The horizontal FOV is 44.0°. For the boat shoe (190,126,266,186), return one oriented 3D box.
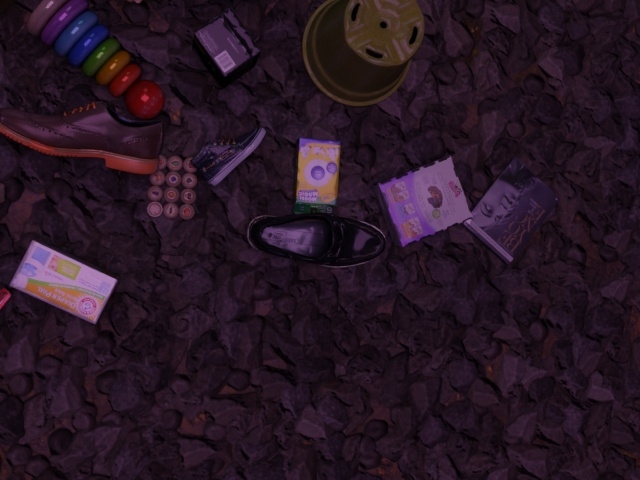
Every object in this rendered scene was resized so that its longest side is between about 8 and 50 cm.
[{"bbox_3d":[-0.213,-0.215,1.833,0.183,0.065,0.083,-45,108,-5],"label":"boat shoe"}]

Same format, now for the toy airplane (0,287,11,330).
[{"bbox_3d":[-0.764,0.148,1.753,0.151,0.028,0.151,0,90,-12],"label":"toy airplane"}]

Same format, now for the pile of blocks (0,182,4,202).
[{"bbox_3d":[-0.794,-0.206,1.717,0.112,0.148,0.362,-36,112,-51],"label":"pile of blocks"}]

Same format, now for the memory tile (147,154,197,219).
[{"bbox_3d":[-0.343,-0.124,1.840,0.113,0.012,0.148,5,90,-11],"label":"memory tile"}]

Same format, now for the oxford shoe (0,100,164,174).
[{"bbox_3d":[-0.523,-0.251,1.731,0.363,0.130,0.133,11,110,-21],"label":"oxford shoe"}]

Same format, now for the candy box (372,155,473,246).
[{"bbox_3d":[0.249,-0.095,1.929,0.196,0.070,0.165,-22,95,-10],"label":"candy box"}]

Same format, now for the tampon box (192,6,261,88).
[{"bbox_3d":[-0.214,-0.429,1.785,0.101,0.161,0.120,-37,96,-8],"label":"tampon box"}]

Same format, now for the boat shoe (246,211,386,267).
[{"bbox_3d":[0.000,-0.004,1.859,0.339,0.113,0.127,11,89,-11],"label":"boat shoe"}]

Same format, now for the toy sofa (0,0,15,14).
[{"bbox_3d":[-0.692,-0.563,1.694,0.362,0.150,0.177,-45,99,-7],"label":"toy sofa"}]

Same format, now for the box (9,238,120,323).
[{"bbox_3d":[-0.561,0.091,1.754,0.203,0.103,0.114,26,86,-10],"label":"box"}]

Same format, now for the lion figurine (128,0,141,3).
[{"bbox_3d":[-0.459,-0.693,1.638,0.392,0.142,0.240,40,102,3],"label":"lion figurine"}]

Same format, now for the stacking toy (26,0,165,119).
[{"bbox_3d":[-0.478,-0.402,1.754,0.330,0.141,0.141,43,83,-13],"label":"stacking toy"}]

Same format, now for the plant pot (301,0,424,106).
[{"bbox_3d":[0.114,-0.461,1.803,0.275,0.254,0.276,0,91,-12],"label":"plant pot"}]

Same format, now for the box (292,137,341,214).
[{"bbox_3d":[-0.010,-0.151,1.891,0.105,0.043,0.179,3,92,-11],"label":"box"}]

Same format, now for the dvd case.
[{"bbox_3d":[0.482,-0.074,2.002,0.164,0.018,0.221,41,84,-9],"label":"dvd case"}]
